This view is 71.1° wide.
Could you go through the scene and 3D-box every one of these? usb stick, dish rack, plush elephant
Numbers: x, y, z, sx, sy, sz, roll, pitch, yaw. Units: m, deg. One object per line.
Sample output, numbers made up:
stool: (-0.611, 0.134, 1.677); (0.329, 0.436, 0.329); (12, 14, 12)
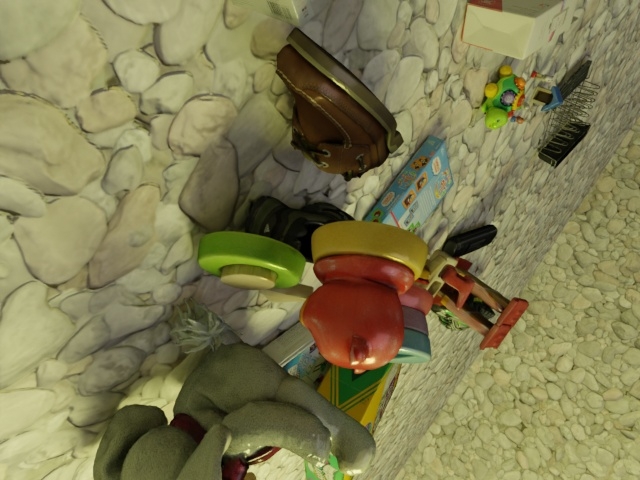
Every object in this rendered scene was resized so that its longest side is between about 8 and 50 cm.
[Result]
usb stick: (0.428, 0.003, 1.277); (0.278, 0.045, 0.077); (-14, 138, -47)
dish rack: (0.728, -0.369, 1.301); (0.208, 0.074, 0.272); (-43, 146, -20)
plush elephant: (-0.136, 0.274, 0.588); (0.330, 0.271, 0.255); (51, 60, -28)

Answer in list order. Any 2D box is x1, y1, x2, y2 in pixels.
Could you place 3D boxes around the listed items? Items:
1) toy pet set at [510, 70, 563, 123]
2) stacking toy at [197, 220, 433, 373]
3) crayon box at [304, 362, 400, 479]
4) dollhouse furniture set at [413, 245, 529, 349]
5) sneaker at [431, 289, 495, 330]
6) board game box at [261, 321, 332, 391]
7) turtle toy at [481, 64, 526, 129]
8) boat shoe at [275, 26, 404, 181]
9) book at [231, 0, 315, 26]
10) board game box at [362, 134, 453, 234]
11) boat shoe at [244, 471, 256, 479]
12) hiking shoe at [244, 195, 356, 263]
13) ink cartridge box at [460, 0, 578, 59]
toy pet set: (0.535, -0.335, 1.083); (0.114, 0.065, 0.122); (-16, 132, -45)
stacking toy: (-0.003, 0.096, 0.553); (0.309, 0.279, 0.130); (50, 45, -60)
crayon box: (0.081, 0.346, 0.965); (0.313, 0.106, 0.363); (-54, 156, -37)
dollhouse furniture set: (0.317, 0.136, 1.063); (0.374, 0.201, 0.152); (16, 109, -48)
sneaker: (0.427, 0.231, 1.407); (0.146, 0.134, 0.343); (-44, 143, 21)
board game box: (-0.029, 0.276, 0.916); (0.193, 0.053, 0.305); (-30, 141, -35)
turtle toy: (0.375, -0.284, 0.918); (0.130, 0.066, 0.095); (-51, 148, -6)
boat shoe: (0.022, -0.126, 0.520); (0.104, 0.111, 0.307); (-44, 162, 13)
book: (-0.064, -0.244, 0.346); (0.035, 0.096, 0.144); (-47, 148, -12)
board game box: (0.178, -0.076, 0.877); (0.211, 0.039, 0.160); (-51, 148, -5)
boat shoe: (-0.187, 0.529, 0.944); (0.135, 0.050, 0.045); (-14, 135, -47)
hiking shoe: (0.000, 0.000, 0.640); (0.227, 0.114, 0.086); (0, 119, -53)
ink cartridge box: (0.340, -0.377, 0.739); (0.198, 0.115, 0.067); (-37, 144, -28)
